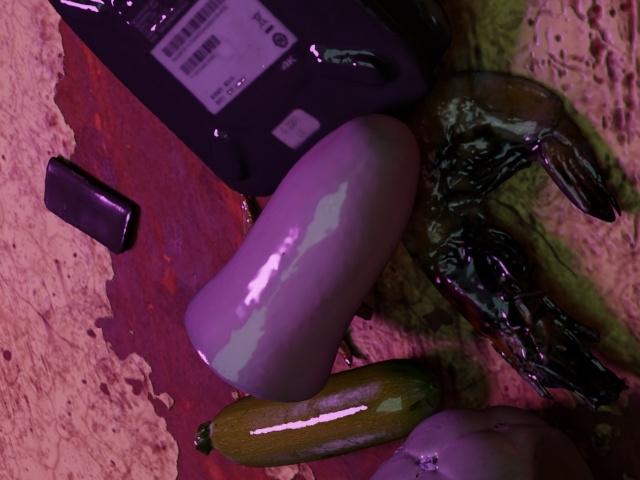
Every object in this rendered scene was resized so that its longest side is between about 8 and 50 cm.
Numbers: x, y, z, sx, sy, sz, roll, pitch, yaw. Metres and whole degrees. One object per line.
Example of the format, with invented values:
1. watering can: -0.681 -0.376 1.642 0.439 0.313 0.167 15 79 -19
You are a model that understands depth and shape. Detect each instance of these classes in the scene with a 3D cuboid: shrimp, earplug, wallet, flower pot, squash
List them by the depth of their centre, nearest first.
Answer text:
1. shrimp: 0.196 -0.009 1.053 0.365 0.071 0.233 52 125 14
2. earplug: 0.000 0.000 1.082 0.172 0.172 0.301 41 121 16
3. flower pot: 0.168 0.285 1.085 0.195 0.246 0.246 -24 94 33
4. squash: -0.011 0.212 1.275 0.379 0.101 0.101 -19 97 36
5. wallet: -0.311 -0.046 1.437 0.157 0.018 0.082 30 123 23

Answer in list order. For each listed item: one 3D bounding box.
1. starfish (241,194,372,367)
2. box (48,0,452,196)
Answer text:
1. starfish: -0.036 0.051 1.252 0.238 0.057 0.213 48 122 9
2. box: -0.086 -0.223 1.085 0.350 0.091 0.359 45 139 -12
